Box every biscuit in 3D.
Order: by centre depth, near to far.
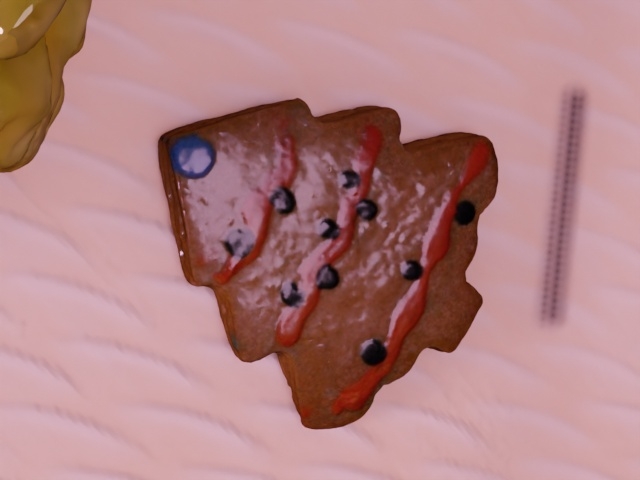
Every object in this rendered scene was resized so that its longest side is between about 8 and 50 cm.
[{"bbox_3d":[0.000,0.000,0.537,0.130,0.019,0.119,29,88,-21],"label":"biscuit"}]

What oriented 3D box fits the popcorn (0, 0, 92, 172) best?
[{"bbox_3d":[-0.166,-0.065,0.362,0.235,0.217,0.181,-2,95,-31],"label":"popcorn"}]
